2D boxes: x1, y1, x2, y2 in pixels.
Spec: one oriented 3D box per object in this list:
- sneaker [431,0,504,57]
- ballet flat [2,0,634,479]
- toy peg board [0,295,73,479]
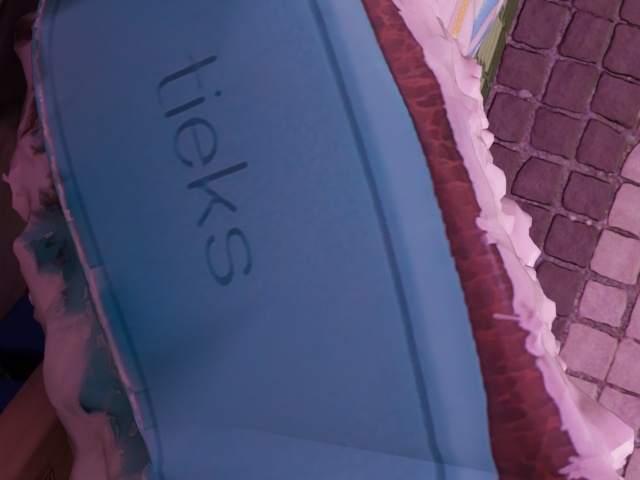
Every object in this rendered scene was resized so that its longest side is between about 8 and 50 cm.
[{"bbox_3d":[0.045,-0.116,0.779,0.092,0.087,0.228,-11,118,-79],"label":"sneaker"},{"bbox_3d":[0.026,0.104,0.334,0.147,0.147,0.408,92,-12,-66],"label":"ballet flat"},{"bbox_3d":[-0.082,0.085,0.450,0.161,0.079,0.160,-61,152,-57],"label":"toy peg board"}]
